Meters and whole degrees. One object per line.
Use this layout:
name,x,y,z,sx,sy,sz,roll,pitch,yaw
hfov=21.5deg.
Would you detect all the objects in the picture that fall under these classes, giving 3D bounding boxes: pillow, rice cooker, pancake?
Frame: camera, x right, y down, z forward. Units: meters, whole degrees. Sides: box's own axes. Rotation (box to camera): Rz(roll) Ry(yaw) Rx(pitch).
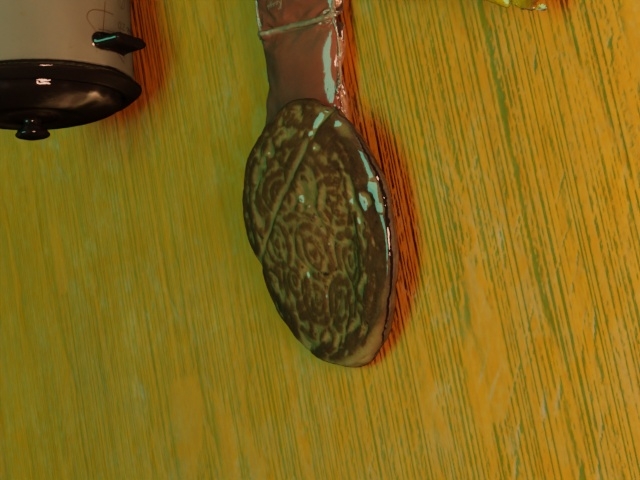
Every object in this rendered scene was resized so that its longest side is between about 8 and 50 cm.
pillow,-0.019,-0.201,1.576,0.126,0.043,0.233,-11,83,56
rice cooker,-0.323,-0.224,1.872,0.280,0.241,0.227,-7,80,28
pancake,-0.001,0.000,1.538,0.250,0.031,0.250,25,121,51

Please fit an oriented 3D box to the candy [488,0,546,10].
candy,0.088,-0.286,1.367,0.297,0.081,0.187,16,106,56
